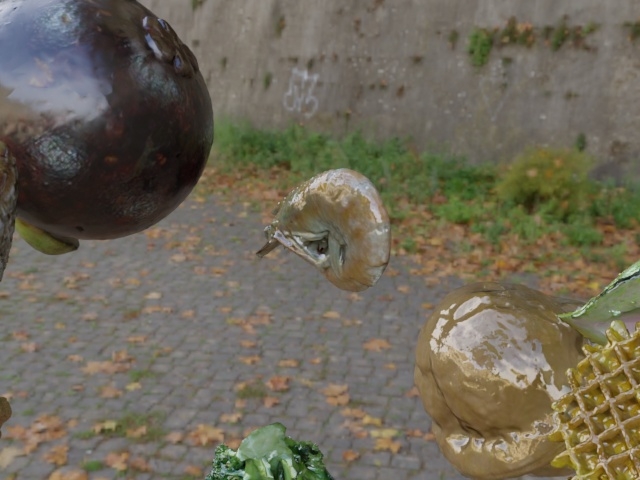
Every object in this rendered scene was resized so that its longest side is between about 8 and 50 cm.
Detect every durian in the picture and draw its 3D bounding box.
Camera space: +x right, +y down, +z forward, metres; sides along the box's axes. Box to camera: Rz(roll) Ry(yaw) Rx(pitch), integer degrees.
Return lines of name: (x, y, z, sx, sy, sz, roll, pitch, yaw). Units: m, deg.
durian: (0.494, 0.051, 1.032, 0.169, 0.352, 0.158, 8, 48, -33)

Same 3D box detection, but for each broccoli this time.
broccoli: (-0.064, 0.317, 0.970, 0.195, 0.156, 0.195, 0, 34, 0)

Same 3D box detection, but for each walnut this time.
walnut: (0.334, 0.238, 1.343, 0.383, 0.384, 0.383, 3, 11, -1)

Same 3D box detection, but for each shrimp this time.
shrimp: (0.000, 0.000, 1.091, 0.077, 0.168, 0.317, -14, -5, -31)

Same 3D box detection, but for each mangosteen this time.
mangosteen: (-0.254, -0.123, 0.817, 0.288, 0.288, 0.288, 3, 11, -1)

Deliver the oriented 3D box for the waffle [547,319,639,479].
waffle: (0.367, 0.198, 0.878, 0.051, 0.232, 0.228, 35, -12, -32)

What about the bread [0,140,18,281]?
bread: (-0.283, 0.126, 0.426, 0.113, 0.165, 0.417, 23, 49, -17)

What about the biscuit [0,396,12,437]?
biscuit: (-0.449, 0.235, 0.843, 0.225, 0.166, 0.036, -23, 70, -44)
